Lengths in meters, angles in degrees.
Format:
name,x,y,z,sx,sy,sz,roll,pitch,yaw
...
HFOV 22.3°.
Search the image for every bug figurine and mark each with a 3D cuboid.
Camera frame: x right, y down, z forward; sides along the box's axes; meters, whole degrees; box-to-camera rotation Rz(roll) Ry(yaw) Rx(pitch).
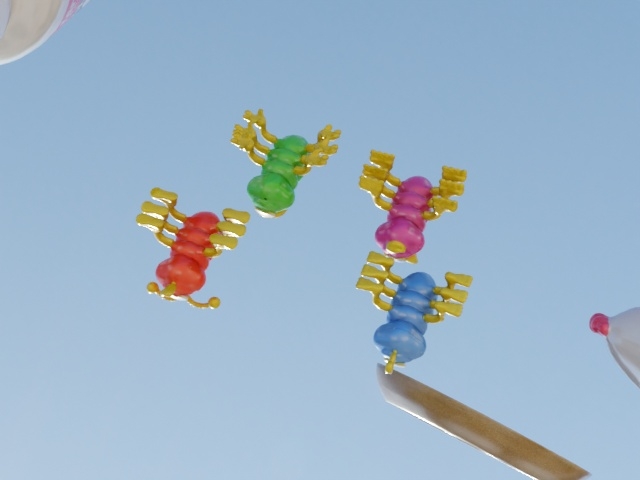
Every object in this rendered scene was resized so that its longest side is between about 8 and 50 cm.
name,x,y,z,sx,sy,sz,roll,pitch,yaw
bug figurine,0.000,0.000,1.348,0.279,0.216,0.072,17,-38,14

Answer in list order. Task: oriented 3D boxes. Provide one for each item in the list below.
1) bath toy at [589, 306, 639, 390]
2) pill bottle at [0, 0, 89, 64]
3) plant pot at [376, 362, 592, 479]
name,x,y,z,sx,sy,sz,roll,pitch,yaw
bath toy,0.341,-0.023,1.410,0.348,0.129,0.151,-69,-22,2
pill bottle,-0.261,-0.247,1.319,0.176,0.318,0.176,8,-60,14
plant pot,0.154,0.188,1.596,0.236,0.236,0.032,32,-95,-40
